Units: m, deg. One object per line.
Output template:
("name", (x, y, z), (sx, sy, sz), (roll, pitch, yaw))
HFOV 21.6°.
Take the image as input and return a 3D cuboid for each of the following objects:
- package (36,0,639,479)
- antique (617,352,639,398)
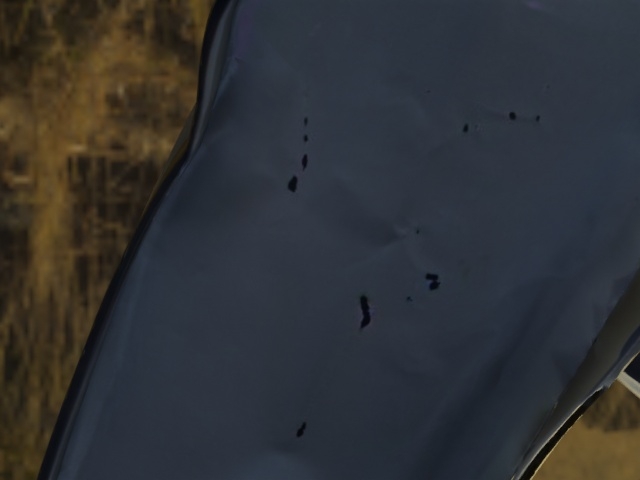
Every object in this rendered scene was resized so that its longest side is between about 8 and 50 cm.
("package", (0.028, 0.017, 0.568), (0.165, 0.221, 0.311), (28, 115, 3))
("antique", (0.220, -0.014, 0.662), (0.322, 0.255, 0.185), (27, 157, -10))
